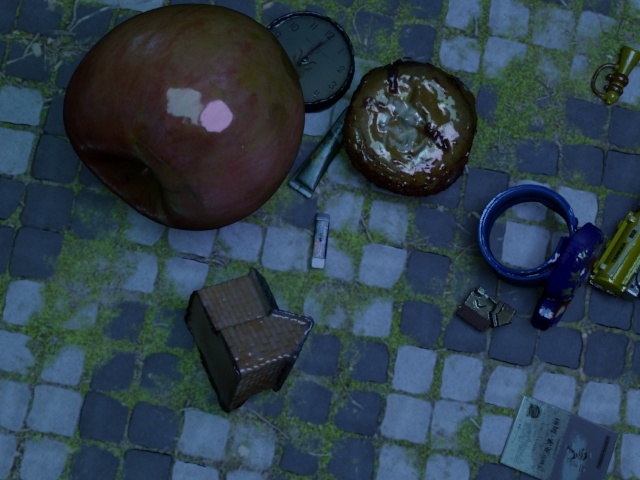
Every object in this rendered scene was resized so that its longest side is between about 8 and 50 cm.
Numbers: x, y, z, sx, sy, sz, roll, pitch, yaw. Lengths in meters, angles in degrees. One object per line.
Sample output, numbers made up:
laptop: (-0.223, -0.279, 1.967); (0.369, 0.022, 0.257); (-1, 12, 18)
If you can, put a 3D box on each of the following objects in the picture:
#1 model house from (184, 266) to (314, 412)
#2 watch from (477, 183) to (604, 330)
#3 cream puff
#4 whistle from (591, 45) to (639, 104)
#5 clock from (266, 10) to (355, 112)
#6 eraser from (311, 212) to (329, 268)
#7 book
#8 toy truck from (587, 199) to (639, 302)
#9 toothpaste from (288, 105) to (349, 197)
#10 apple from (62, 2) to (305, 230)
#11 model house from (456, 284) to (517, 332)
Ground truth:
model house: (-0.107, 0.152, 1.612); (0.172, 0.166, 0.183); (-20, 67, -23)
watch: (0.363, 0.013, 1.677); (0.200, 0.171, 0.196); (33, 80, 16)
cream puff: (0.153, -0.192, 1.684); (0.240, 0.164, 0.240); (-1, 86, 7)
whistle: (0.539, -0.303, 1.798); (0.057, 0.046, 0.109); (33, 84, -13)
clock: (-0.028, -0.319, 1.750); (0.184, 0.040, 0.185); (1, 80, -5)
eraser: (0.000, 0.000, 1.706); (0.027, 0.019, 0.099); (7, 80, -4)
book: (0.408, 0.354, 1.682); (0.181, 0.014, 0.127); (23, 78, 0)
toy truck: (0.566, 0.004, 1.716); (0.114, 0.098, 0.227); (32, 80, 13)
toothpaste: (0.017, -0.169, 1.733); (0.049, 0.031, 0.204); (34, 81, 2)
apple: (-0.202, -0.204, 1.562); (0.363, 0.364, 0.364); (1, 80, -5)
model house: (0.284, 0.125, 1.691); (0.083, 0.057, 0.058); (36, 74, 0)
